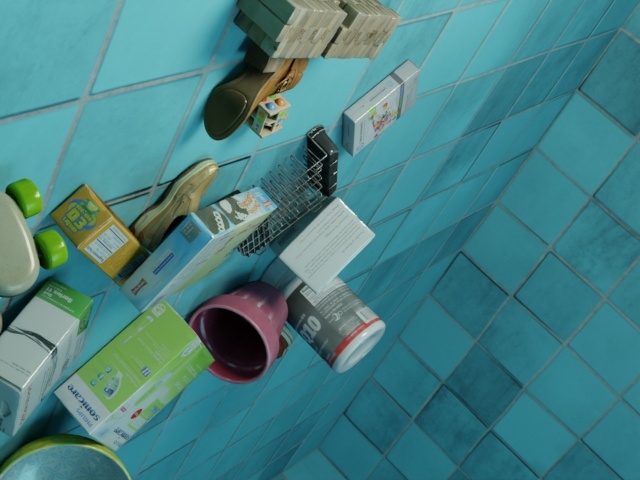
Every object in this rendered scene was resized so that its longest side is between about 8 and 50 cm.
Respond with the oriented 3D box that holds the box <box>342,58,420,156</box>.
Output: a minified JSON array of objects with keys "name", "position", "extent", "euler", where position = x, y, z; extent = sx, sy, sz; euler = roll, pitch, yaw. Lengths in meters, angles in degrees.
[{"name":"box","position":[0.124,-0.273,2.207],"extent":[0.186,0.038,0.145],"euler":[-39,162,-16]}]

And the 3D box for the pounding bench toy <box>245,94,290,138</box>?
[{"name":"pounding bench toy","position":[-0.081,-0.225,1.814],"extent":[0.083,0.052,0.065],"euler":[-30,157,-41]}]

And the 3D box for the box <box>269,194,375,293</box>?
[{"name":"box","position":[0.000,0.000,2.283],"extent":[0.182,0.119,0.181],"euler":[-45,-167,-1]}]

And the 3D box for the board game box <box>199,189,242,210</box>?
[{"name":"board game box","position":[-0.216,-0.007,2.040],"extent":[0.126,0.026,0.186],"euler":[-33,158,-37]}]

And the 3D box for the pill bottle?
[{"name":"pill bottle","position":[0.001,0.156,2.475],"extent":[0.161,0.283,0.161],"euler":[-40,163,-16]}]

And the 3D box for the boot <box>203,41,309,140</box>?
[{"name":"boot","position":[-0.094,-0.244,1.716],"extent":[0.197,0.073,0.152],"euler":[-51,166,24]}]

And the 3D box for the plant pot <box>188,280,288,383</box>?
[{"name":"plant pot","position":[-0.166,0.186,2.351],"extent":[0.201,0.201,0.180],"euler":[-58,175,35]}]

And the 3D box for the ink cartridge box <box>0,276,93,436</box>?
[{"name":"ink cartridge box","position":[-0.461,0.186,1.697],"extent":[0.208,0.087,0.153],"euler":[-59,177,-44]}]

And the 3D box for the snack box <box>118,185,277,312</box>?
[{"name":"snack box","position":[-0.201,0.008,1.829],"extent":[0.187,0.060,0.322],"euler":[-44,176,19]}]

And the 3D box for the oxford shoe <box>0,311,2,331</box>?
[{"name":"oxford shoe","position":[-0.591,0.211,1.508],"extent":[0.348,0.123,0.130],"euler":[-36,172,-11]}]

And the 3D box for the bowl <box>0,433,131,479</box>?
[{"name":"bowl","position":[-0.535,0.506,2.184],"extent":[0.289,0.289,0.156],"euler":[-47,-155,3]}]

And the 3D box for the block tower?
[{"name":"block tower","position":[-0.001,-0.345,1.664],"extent":[0.091,0.097,0.335],"euler":[-54,159,25]}]

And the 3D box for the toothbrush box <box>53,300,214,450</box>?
[{"name":"toothbrush box","position":[-0.371,0.275,2.161],"extent":[0.283,0.122,0.206],"euler":[-41,162,-11]}]

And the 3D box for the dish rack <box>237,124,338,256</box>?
[{"name":"dish rack","position":[-0.073,-0.086,2.121],"extent":[0.271,0.074,0.208],"euler":[-39,161,-16]}]

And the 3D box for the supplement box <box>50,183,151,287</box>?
[{"name":"supplement box","position":[-0.340,-0.003,1.676],"extent":[0.080,0.078,0.233],"euler":[-40,162,-8]}]

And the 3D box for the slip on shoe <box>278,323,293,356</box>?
[{"name":"slip on shoe","position":[-0.139,0.238,2.637],"extent":[0.101,0.123,0.331],"euler":[-36,166,-17]}]

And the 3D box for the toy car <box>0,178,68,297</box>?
[{"name":"toy car","position":[-0.459,0.017,1.431],"extent":[0.155,0.149,0.188],"euler":[-28,-176,-36]}]

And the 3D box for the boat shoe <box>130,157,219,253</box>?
[{"name":"boat shoe","position":[-0.233,-0.055,1.812],"extent":[0.190,0.072,0.068],"euler":[-46,163,1]}]
